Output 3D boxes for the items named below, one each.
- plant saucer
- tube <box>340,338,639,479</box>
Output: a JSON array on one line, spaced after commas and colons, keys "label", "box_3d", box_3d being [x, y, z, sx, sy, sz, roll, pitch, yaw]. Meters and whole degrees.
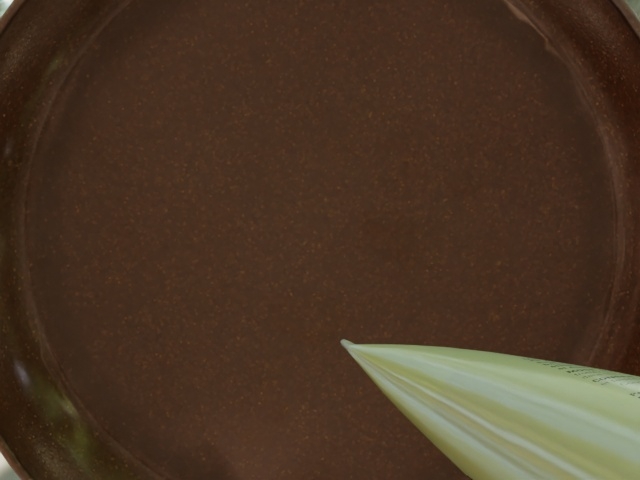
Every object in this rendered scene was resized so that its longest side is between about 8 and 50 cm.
[{"label": "plant saucer", "box_3d": [0.000, 0.000, 0.765, 0.310, 0.050, 0.311, 0, -83, 3]}, {"label": "tube", "box_3d": [0.081, 0.059, 0.383, 0.062, 0.240, 0.070, -26, -76, -13]}]
